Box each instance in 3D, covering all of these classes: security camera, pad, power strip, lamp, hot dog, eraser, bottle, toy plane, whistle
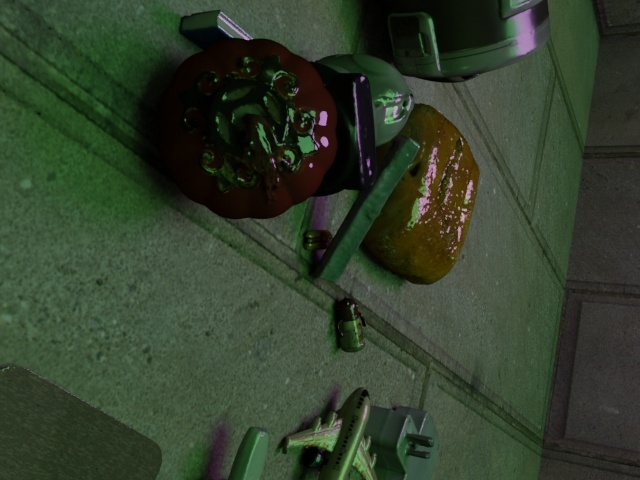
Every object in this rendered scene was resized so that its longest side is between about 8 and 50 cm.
[{"bbox_3d":[0.028,-0.200,1.042,0.277,0.191,0.196,-43,132,-51],"label":"security camera"},{"bbox_3d":[-0.287,0.261,0.724,0.266,0.002,0.176,50,54,-42],"label":"pad"},{"bbox_3d":[0.185,0.459,1.409,0.229,0.141,0.261,-61,143,-37],"label":"power strip"},{"bbox_3d":[-0.088,-0.137,0.830,0.227,0.227,0.226,-8,100,-58],"label":"lamp"},{"bbox_3d":[0.000,0.000,1.171,0.083,0.021,0.037,-8,101,-57],"label":"hot dog"},{"bbox_3d":[-0.133,-0.270,0.891,0.085,0.063,0.027,23,71,-58],"label":"eraser"},{"bbox_3d":[0.054,0.155,1.248,0.063,0.047,0.101,-39,124,-61],"label":"bottle"},{"bbox_3d":[0.035,0.368,1.182,0.229,0.092,0.244,38,46,-21],"label":"toy plane"},{"bbox_3d":[-0.124,0.384,0.932,0.101,0.106,0.253,89,18,-81],"label":"whistle"}]

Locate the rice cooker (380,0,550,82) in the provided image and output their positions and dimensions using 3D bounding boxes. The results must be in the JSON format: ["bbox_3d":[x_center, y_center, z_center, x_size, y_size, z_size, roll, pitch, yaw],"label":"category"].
[{"bbox_3d":[0.269,-0.470,1.285,0.335,0.336,0.325,-48,132,-45],"label":"rice cooker"}]

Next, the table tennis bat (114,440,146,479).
[{"bbox_3d":[-0.261,0.357,0.783,0.138,0.022,0.246,43,58,-51],"label":"table tennis bat"}]

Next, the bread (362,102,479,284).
[{"bbox_3d":[0.221,-0.081,1.401,0.337,0.148,0.327,40,59,-52],"label":"bread"}]

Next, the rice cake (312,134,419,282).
[{"bbox_3d":[0.074,-0.053,1.143,0.290,0.051,0.081,-59,-175,18],"label":"rice cake"}]
